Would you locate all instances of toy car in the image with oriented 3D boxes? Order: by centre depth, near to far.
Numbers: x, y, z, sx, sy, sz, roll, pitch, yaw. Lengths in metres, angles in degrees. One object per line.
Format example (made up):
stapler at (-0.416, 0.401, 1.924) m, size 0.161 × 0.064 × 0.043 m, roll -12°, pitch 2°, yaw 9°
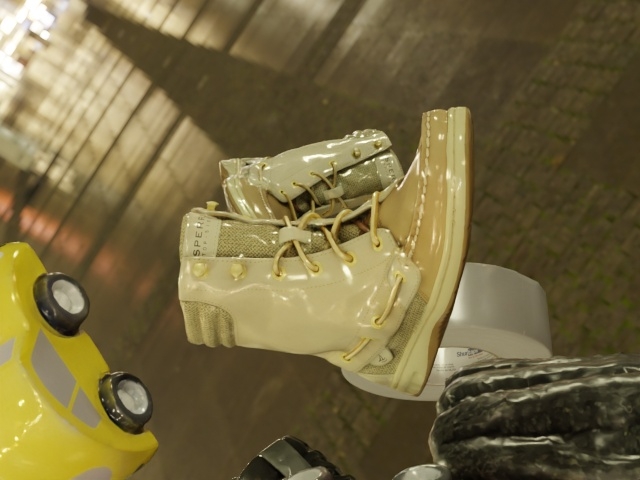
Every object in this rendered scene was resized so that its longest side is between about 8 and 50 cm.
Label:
toy car at (-0.067, 0.142, 0.463) m, size 0.053 × 0.239 × 0.225 m, roll -29°, pitch -38°, yaw -63°

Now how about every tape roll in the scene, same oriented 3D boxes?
tape roll at (0.130, 0.100, 1.355) m, size 0.219 × 0.219 × 0.072 m, roll -38°, pitch 46°, yaw 50°

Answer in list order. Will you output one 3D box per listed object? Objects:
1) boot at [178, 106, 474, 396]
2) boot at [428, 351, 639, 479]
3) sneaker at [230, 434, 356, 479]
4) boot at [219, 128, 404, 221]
boot at (0.000, 0.000, 0.932) m, size 0.262 × 0.203 × 0.095 m, roll 100°, pitch -177°, yaw -47°
boot at (0.211, 0.128, 0.541) m, size 0.260 × 0.348 × 0.131 m, roll -16°, pitch 48°, yaw 19°
sneaker at (0.002, 0.208, 0.908) m, size 0.102 × 0.146 × 0.293 m, roll -25°, pitch 3°, yaw -32°
boot at (-0.003, -0.041, 1.179) m, size 0.165 × 0.077 × 0.213 m, roll -13°, pitch 22°, yaw -4°
